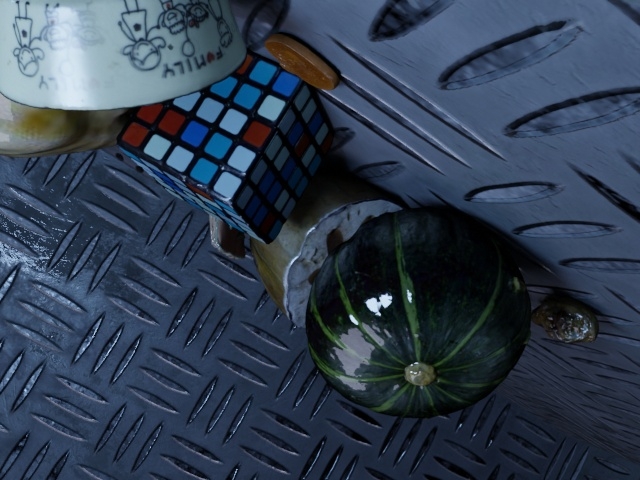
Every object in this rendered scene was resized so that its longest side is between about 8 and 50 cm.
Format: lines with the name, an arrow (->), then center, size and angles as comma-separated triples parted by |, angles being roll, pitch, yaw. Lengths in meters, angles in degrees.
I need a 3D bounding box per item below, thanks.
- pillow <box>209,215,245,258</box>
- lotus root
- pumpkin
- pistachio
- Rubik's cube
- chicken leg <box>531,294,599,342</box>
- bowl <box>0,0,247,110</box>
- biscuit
pillow -> -0.134, -0.090, 1.159 | 0.043, 0.232, 0.126 | 5, 172, 8
lotus root -> 0.000, 0.000, 1.216 | 0.192, 0.272, 0.272 | 36, 176, 34
pumpkin -> 0.136, 0.106, 1.069 | 0.324, 0.241, 0.323 | -1, 136, -1
pistachio -> -0.395, -0.250, 1.017 | 0.365, 0.281, 0.445 | 25, -171, -26
Rubik's cube -> -0.115, -0.130, 0.970 | 0.187, 0.182, 0.184 | 27, 172, 16
chicken leg -> 0.377, 0.122, 1.200 | 0.085, 0.068, 0.198 | 7, 178, 0
bowl -> -0.193, -0.219, 0.693 | 0.238, 0.238, 0.126 | 24, 132, 38
biscuit -> -0.021, -0.196, 0.825 | 0.091, 0.015, 0.078 | 35, 172, -27
